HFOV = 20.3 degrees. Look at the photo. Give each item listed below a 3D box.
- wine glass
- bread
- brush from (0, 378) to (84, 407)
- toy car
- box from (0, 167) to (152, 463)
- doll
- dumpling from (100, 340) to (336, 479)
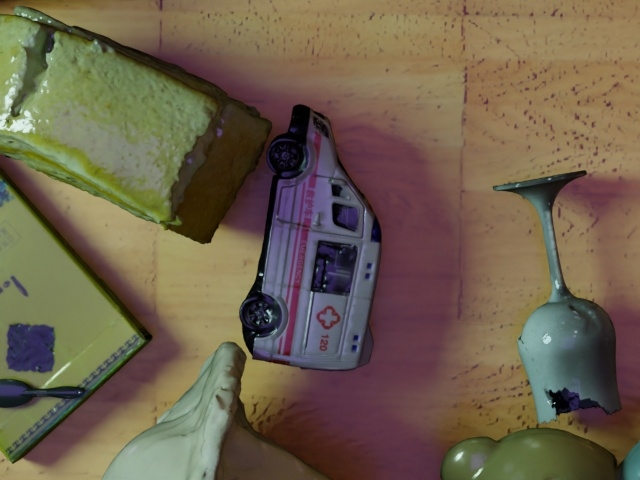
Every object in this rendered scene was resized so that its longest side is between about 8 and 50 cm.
[{"bbox_3d":[0.190,0.046,1.424,0.079,0.079,0.195,-10,91,3],"label":"wine glass"},{"bbox_3d":[-0.170,-0.097,1.375,0.257,0.186,0.124,23,89,-8],"label":"bread"},{"bbox_3d":[-0.231,0.122,1.439,0.083,0.008,0.024,-2,91,3],"label":"brush"},{"bbox_3d":[0.000,0.000,1.425,0.108,0.089,0.209,8,95,1],"label":"toy car"},{"bbox_3d":[-0.286,0.028,1.460,0.153,0.041,0.279,-42,91,3],"label":"box"},{"bbox_3d":[0.226,0.228,1.387,0.261,0.161,0.177,-3,109,6],"label":"doll"},{"bbox_3d":[-0.068,0.284,1.327,0.233,0.315,0.395,-5,96,6],"label":"dumpling"}]
